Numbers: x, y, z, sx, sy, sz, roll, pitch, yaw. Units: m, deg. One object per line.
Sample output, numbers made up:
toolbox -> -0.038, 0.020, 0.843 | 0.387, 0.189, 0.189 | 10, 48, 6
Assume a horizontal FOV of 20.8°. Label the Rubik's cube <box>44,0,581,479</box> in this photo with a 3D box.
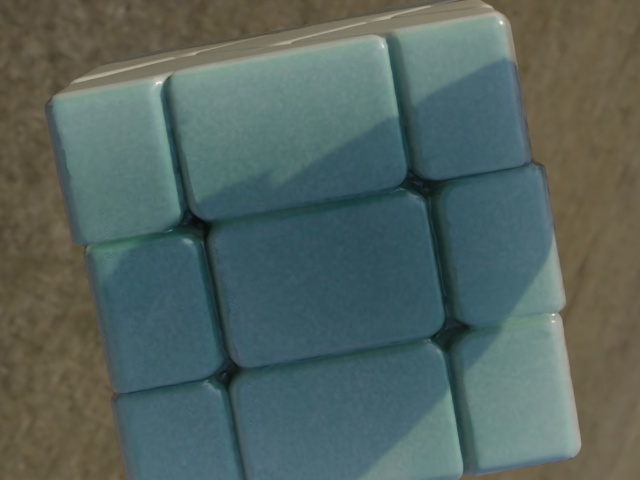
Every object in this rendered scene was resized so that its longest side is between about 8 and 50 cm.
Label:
Rubik's cube -> 0.000, 0.000, 1.300 | 0.319, 0.322, 0.315 | -87, 166, -80
